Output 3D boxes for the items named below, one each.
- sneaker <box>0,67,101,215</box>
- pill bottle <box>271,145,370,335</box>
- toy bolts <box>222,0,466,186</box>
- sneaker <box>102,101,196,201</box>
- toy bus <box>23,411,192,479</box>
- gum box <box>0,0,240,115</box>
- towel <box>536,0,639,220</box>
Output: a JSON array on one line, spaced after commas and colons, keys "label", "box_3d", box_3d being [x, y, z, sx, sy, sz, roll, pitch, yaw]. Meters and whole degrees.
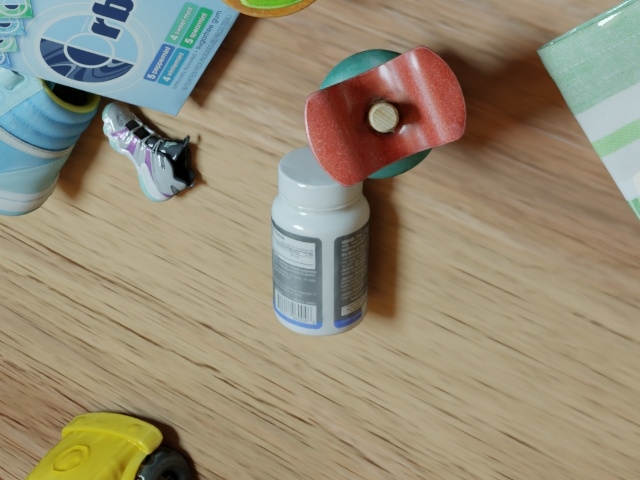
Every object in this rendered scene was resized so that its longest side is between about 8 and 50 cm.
[{"label": "sneaker", "box_3d": [-0.333, -0.149, 1.023, 0.208, 0.319, 0.127, -41, 44, 38]}, {"label": "pill bottle", "box_3d": [0.000, 0.000, 0.961, 0.078, 0.078, 0.137, 19, 127, 27]}, {"label": "toy bolts", "box_3d": [0.039, -0.160, 0.829, 0.218, 0.158, 0.228, -18, 97, 1]}, {"label": "sneaker", "box_3d": [-0.140, -0.084, 1.048, 0.069, 0.038, 0.098, -17, 114, 41]}, {"label": "toy bus", "box_3d": [-0.231, 0.319, 1.247, 0.149, 0.211, 0.220, 0, 118, 36]}, {"label": "gum box", "box_3d": [-0.165, -0.179, 0.924, 0.184, 0.041, 0.157, 15, 140, -25]}, {"label": "towel", "box_3d": [0.306, -0.027, 0.739, 0.248, 0.038, 0.325, -26, 99, 45]}]
